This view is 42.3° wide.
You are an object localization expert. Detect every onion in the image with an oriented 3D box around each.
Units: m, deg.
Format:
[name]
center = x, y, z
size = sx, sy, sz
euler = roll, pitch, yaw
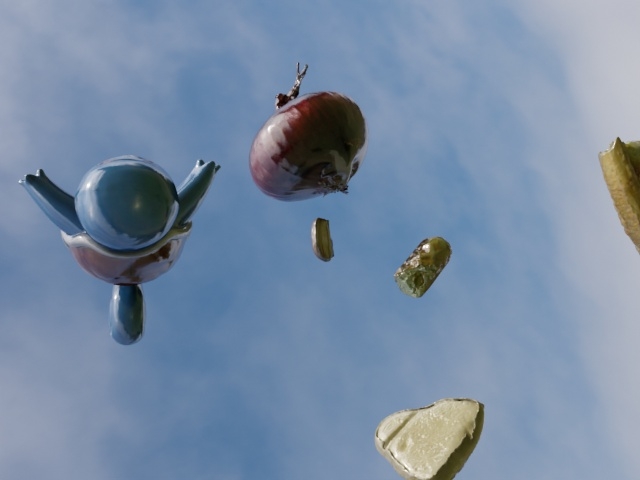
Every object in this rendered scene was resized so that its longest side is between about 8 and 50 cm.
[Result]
[onion]
center = -0.036, -0.211, 1.674
size = 0.273, 0.273, 0.285
euler = -14, -111, -50

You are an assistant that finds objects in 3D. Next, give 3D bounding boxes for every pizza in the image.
[pizza]
center = 0.613, -0.126, 1.540
size = 0.280, 0.075, 0.288
euler = 54, -132, -24

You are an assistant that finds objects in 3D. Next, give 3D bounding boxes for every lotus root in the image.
[lotus root]
center = -0.001, 0.001, 1.506
size = 0.037, 0.030, 0.083
euler = 7, -117, -31

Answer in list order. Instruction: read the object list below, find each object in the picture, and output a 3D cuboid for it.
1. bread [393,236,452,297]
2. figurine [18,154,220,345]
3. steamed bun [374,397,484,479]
[bread]
center = 0.175, 0.039, 1.372
size = 0.060, 0.066, 0.110
euler = 38, -104, 17
[figurine]
center = -0.318, -0.018, 1.312
size = 0.297, 0.416, 0.243
euler = 4, -124, -11
[steamed bun]
center = 0.220, 0.418, 1.684
size = 0.231, 0.212, 0.110
euler = -43, -58, -32
